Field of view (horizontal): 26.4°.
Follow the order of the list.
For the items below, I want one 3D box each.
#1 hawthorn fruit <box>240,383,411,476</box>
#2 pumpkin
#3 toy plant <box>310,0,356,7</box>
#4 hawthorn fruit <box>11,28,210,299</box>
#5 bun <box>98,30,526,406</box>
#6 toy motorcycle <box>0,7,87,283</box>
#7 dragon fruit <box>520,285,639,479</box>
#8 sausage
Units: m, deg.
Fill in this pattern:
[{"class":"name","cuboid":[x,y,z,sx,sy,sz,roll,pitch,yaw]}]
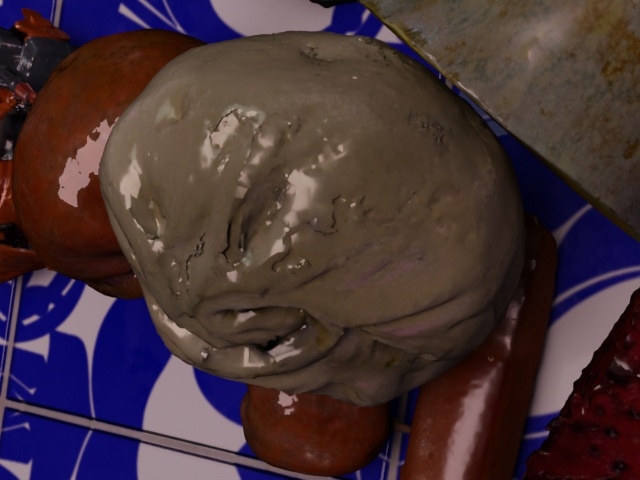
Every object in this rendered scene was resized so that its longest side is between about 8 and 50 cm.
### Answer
[{"class":"hawthorn fruit","cuboid":[0.009,0.153,1.296,0.189,0.149,0.149,3,88,29]},{"class":"pumpkin","cuboid":[0.198,-0.175,1.131,0.332,0.332,0.199,41,98,24]},{"class":"toy plant","cuboid":[-0.053,-0.356,1.259,0.247,0.332,0.247,-1,88,28]},{"class":"hawthorn fruit","cuboid":[-0.172,-0.093,1.357,0.277,0.277,0.298,-37,52,21]},{"class":"bun","cuboid":[0.000,0.000,1.105,0.326,0.362,0.234,-22,35,29]},{"class":"toy motorcycle","cuboid":[-0.347,-0.085,1.509,0.221,0.148,0.325,37,111,48]},{"class":"dragon fruit","cuboid":[0.357,0.183,1.141,0.329,0.228,0.286,28,133,8]},{"class":"sausage","cuboid":[0.143,0.140,1.252,0.097,0.094,0.348,12,88,28]}]
